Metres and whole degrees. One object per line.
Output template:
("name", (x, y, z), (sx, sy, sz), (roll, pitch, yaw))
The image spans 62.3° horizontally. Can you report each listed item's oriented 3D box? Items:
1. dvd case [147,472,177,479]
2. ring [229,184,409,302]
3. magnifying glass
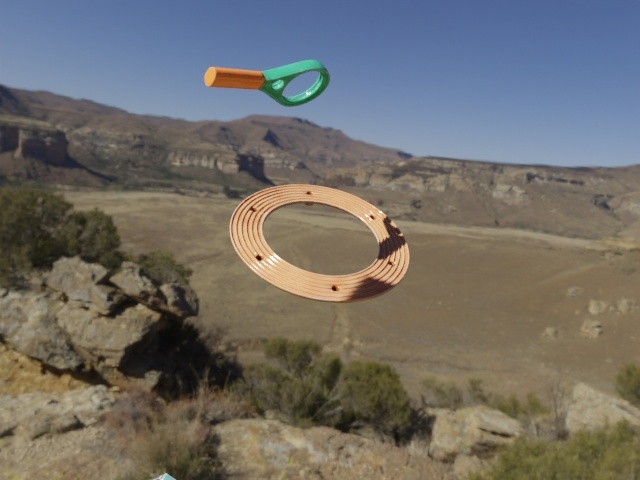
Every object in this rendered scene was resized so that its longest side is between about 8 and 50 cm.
("dvd case", (-0.220, 0.377, 0.775), (0.087, 0.119, 0.013), (41, 42, -13))
("ring", (0.000, 0.000, 0.980), (0.336, 0.032, 0.337), (9, 38, -7))
("magnifying glass", (-0.074, -0.242, 0.811), (0.231, 0.026, 0.092), (-11, -22, -45))
